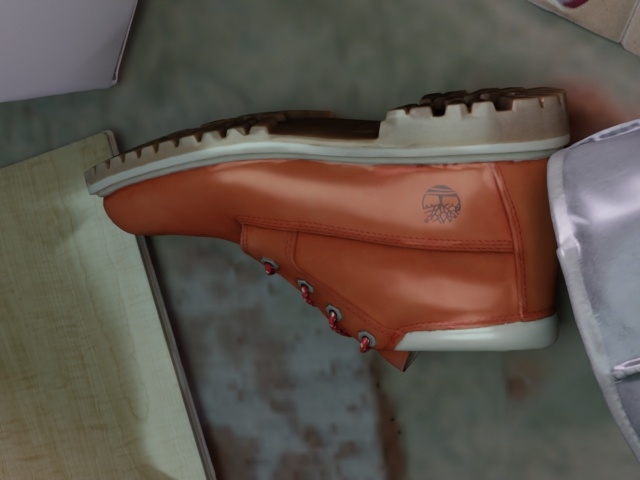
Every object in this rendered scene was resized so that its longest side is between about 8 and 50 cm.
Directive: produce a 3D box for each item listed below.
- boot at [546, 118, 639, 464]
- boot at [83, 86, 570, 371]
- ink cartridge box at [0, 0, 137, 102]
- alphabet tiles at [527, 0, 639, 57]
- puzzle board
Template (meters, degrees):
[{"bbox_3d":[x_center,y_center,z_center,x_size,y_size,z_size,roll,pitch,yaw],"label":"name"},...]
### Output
[{"bbox_3d":[0.178,0.026,0.489,0.208,0.076,0.190,-23,75,17],"label":"boot"},{"bbox_3d":[0.000,0.000,0.588,0.158,0.059,0.085,-1,102,25],"label":"boot"},{"bbox_3d":[-0.213,-0.136,0.586,0.283,0.207,0.117,23,108,22],"label":"ink cartridge box"},{"bbox_3d":[0.147,-0.152,0.521,0.198,0.009,0.237,29,109,19],"label":"alphabet tiles"},{"bbox_3d":[-0.092,0.036,0.662,0.096,0.011,0.128,-17,89,28],"label":"puzzle board"}]
